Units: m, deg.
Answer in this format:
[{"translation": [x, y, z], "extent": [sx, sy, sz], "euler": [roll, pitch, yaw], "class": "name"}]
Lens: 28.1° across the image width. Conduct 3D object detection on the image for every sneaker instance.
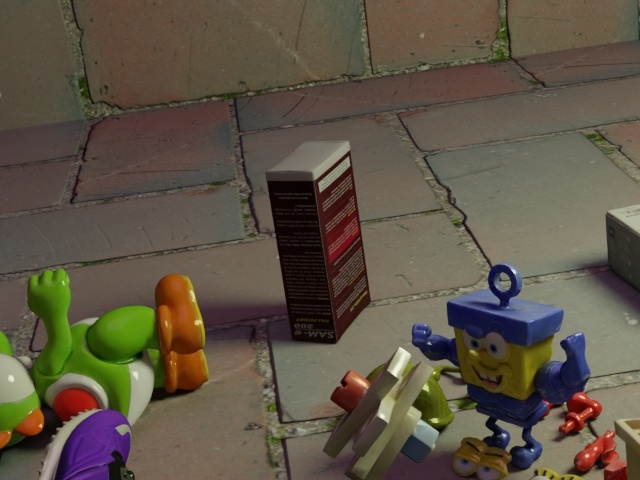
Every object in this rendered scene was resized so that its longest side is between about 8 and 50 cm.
[{"translation": [-0.215, 0.273, 1.264], "extent": [0.146, 0.102, 0.293], "euler": [2, 27, 13], "class": "sneaker"}]

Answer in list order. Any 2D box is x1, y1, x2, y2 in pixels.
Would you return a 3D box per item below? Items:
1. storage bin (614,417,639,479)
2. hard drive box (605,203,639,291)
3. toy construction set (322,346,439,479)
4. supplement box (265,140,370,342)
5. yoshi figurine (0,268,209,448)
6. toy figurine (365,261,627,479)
[{"translation": [0.375, 0.211, 0.909], "extent": [0.260, 0.123, 0.262], "euler": [-4, 8, -3], "class": "storage bin"}, {"translation": [0.509, 0.018, 1.688], "extent": [0.181, 0.089, 0.232], "euler": [-11, 20, -9], "class": "hard drive box"}, {"translation": [0.104, 0.248, 0.967], "extent": [0.328, 0.215, 0.151], "euler": [46, 53, 9], "class": "toy construction set"}, {"translation": [0.000, 0.000, 1.697], "extent": [0.073, 0.240, 0.130], "euler": [0, 21, 24], "class": "supplement box"}, {"translation": [-0.330, 0.137, 1.552], "extent": [0.362, 0.204, 0.203], "euler": [-16, 6, -16], "class": "yoshi figurine"}, {"translation": [0.194, 0.113, 1.362], "extent": [0.191, 0.217, 0.362], "euler": [-23, 26, -37], "class": "toy figurine"}]
